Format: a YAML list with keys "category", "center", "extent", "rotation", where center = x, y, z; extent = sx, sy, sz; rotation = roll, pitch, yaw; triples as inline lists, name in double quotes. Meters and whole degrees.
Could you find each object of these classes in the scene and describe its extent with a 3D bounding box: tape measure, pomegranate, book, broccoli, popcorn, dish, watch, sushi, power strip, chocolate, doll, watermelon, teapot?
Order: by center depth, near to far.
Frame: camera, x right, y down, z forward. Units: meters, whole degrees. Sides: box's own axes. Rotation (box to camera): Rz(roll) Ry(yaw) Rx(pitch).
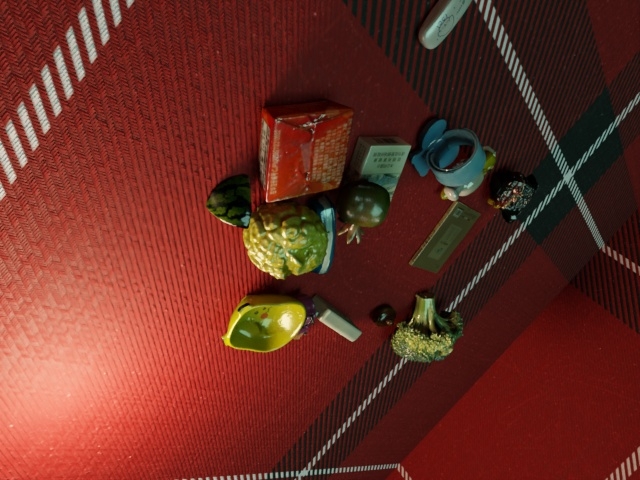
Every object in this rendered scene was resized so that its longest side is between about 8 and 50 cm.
- category: "chocolate"
  center: [-0.048, -0.236, 1.280]
  extent: [0.234, 0.108, 0.238]
  rotation: [-17, 135, -30]
- category: "watermelon"
  center: [-0.215, -0.105, 1.295]
  extent: [0.135, 0.125, 0.094]
  rotation: [-62, 171, -5]
- category: "popcorn"
  center: [-0.093, -0.011, 1.388]
  extent: [0.236, 0.251, 0.206]
  rotation: [2, 104, 0]
- category: "pomegranate"
  center: [0.116, -0.084, 1.437]
  extent: [0.151, 0.131, 0.191]
  rotation: [10, 133, -5]
- category: "watch"
  center: [0.409, -0.261, 1.573]
  extent: [0.210, 0.193, 0.211]
  rotation: [-22, 134, -25]
- category: "dish"
  center: [-0.187, 0.241, 1.581]
  extent: [0.262, 0.108, 0.221]
  rotation: [9, 121, -37]
- category: "tape measure"
  center: [-0.067, 0.244, 1.678]
  extent: [0.074, 0.125, 0.118]
  rotation: [-13, 147, -38]
- category: "doll"
  center: [0.500, -0.223, 1.705]
  extent: [0.252, 0.111, 0.237]
  rotation: [-42, -179, -2]
- category: "power strip"
  center: [0.059, 0.296, 1.853]
  extent: [0.058, 0.098, 0.338]
  rotation: [-47, 141, 0]
- category: "sushi"
  center: [0.735, -0.193, 1.954]
  extent: [0.150, 0.153, 0.172]
  rotation: [17, 136, -28]
- category: "book"
  center: [0.506, -0.008, 2.019]
  extent: [0.216, 0.021, 0.310]
  rotation: [17, 113, -48]
- category: "teapot"
  center: [0.269, 0.323, 2.068]
  extent: [0.129, 0.078, 0.098]
  rotation: [13, 116, -45]
- category: "broccoli"
  center: [0.496, 0.400, 2.197]
  extent: [0.375, 0.249, 0.302]
  rotation: [-11, 134, -26]

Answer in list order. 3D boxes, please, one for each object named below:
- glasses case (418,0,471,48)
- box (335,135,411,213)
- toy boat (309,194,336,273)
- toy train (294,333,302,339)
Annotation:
- category: "glasses case"
  center: [0.334, -0.601, 1.318]
  extent: [0.197, 0.049, 0.076]
  rotation: [-52, 140, 11]
- category: "box"
  center: [0.159, -0.188, 1.525]
  extent: [0.164, 0.069, 0.257]
  rotation: [-8, 129, -35]
- category: "toy boat"
  center: [0.000, 0.000, 1.543]
  extent: [0.061, 0.096, 0.299]
  rotation: [-15, 133, -20]
- category: "toy train"
  center: [-0.105, 0.326, 1.788]
  extent: [0.103, 0.044, 0.064]
  rotation: [5, 132, -43]
